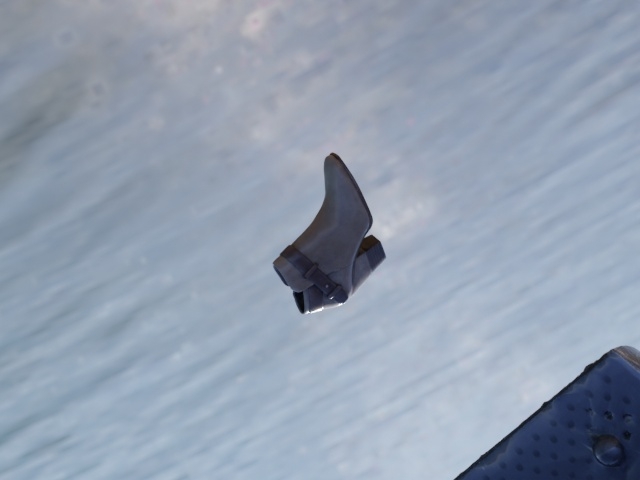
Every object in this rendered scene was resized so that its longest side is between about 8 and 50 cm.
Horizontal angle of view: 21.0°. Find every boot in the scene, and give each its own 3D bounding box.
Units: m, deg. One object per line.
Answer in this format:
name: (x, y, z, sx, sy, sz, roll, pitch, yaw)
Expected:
boot: (0.000, 0.000, 1.383, 0.087, 0.118, 0.042, -31, -158, -12)

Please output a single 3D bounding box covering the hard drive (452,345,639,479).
hard drive: (0.174, 0.177, 0.782, 0.172, 0.254, 0.054, -46, 174, 34)
